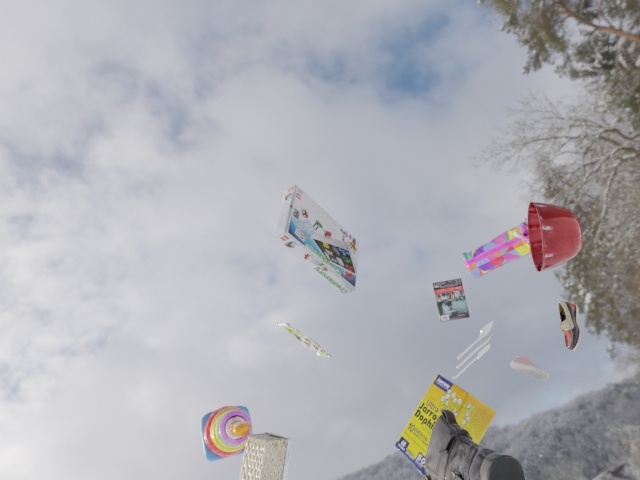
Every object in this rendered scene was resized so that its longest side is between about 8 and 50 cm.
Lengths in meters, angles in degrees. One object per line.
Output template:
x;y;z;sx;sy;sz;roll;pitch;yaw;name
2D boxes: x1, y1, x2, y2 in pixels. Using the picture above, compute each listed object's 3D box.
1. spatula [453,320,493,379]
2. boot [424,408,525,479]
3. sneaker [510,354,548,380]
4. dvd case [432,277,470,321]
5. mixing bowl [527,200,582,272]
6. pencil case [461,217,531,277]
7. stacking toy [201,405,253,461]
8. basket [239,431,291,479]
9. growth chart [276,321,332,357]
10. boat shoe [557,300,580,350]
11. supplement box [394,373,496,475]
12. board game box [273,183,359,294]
0.593;0.425;1.692;0.242;0.019;0.168;-28;-47;-29;spatula
0.247;0.450;0.756;0.091;0.262;0.229;17;-11;-10;boot
0.807;0.481;1.675;0.070;0.135;0.050;-30;-53;-45;sneaker
0.390;0.178;1.307;0.087;0.119;0.013;-12;-16;10;dvd case
0.586;-0.013;1.090;0.099;0.181;0.181;-6;-34;17;mixing bowl
0.556;0.030;1.350;0.105;0.104;0.236;13;-40;-44;pencil case
-0.285;0.618;1.429;0.176;0.165;0.302;-5;-23;-23;stacking toy
-0.172;0.683;1.340;0.114;0.167;0.103;-7;-25;41;basket
-0.070;0.400;1.769;0.021;0.237;0.172;-54;4;-22;growth chart
0.632;0.216;1.118;0.043;0.136;0.049;18;-36;4;boat shoe
0.507;0.770;1.786;0.195;0.194;0.356;36;-98;-25;supplement box
0.000;0.000;1.280;0.053;0.192;0.305;-25;-51;33;board game box
